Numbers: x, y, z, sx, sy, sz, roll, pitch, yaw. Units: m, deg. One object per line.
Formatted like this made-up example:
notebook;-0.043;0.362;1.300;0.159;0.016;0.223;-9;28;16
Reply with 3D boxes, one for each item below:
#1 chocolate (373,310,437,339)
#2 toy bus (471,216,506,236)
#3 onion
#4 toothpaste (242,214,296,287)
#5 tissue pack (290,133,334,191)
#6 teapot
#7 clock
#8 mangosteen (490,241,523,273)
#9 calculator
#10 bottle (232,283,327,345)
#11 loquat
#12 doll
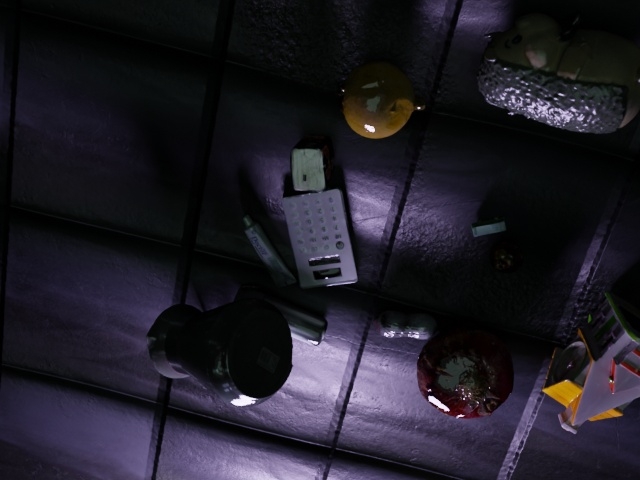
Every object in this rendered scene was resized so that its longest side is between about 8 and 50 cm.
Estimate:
chocolate;0.219;0.218;1.829;0.166;0.072;0.072;2;111;3
toy bus;0.411;-0.034;1.725;0.083;0.037;0.031;-11;110;10
onion;0.364;0.332;1.795;0.246;0.190;0.247;0;95;-1
toothpaste;-0.137;0.029;1.813;0.064;0.041;0.218;-21;111;26
tissue pack;-0.017;-0.182;1.644;0.090;0.170;0.103;0;109;6
teapot;-0.234;0.264;1.762;0.343;0.300;0.254;1;81;45
clock;0.674;0.312;1.725;0.166;0.235;0.310;31;112;-5
mangosteen;0.456;0.044;1.729;0.080;0.081;0.081;2;112;6
calculator;0.000;0.000;1.794;0.161;0.021;0.262;-9;110;10
bottle;-0.104;0.191;1.850;0.253;0.079;0.096;22;102;-2
loquat;0.136;-0.316;1.588;0.204;0.149;0.172;1;108;-6
doll;0.509;-0.358;1.492;0.349;0.247;0.248;12;113;18
